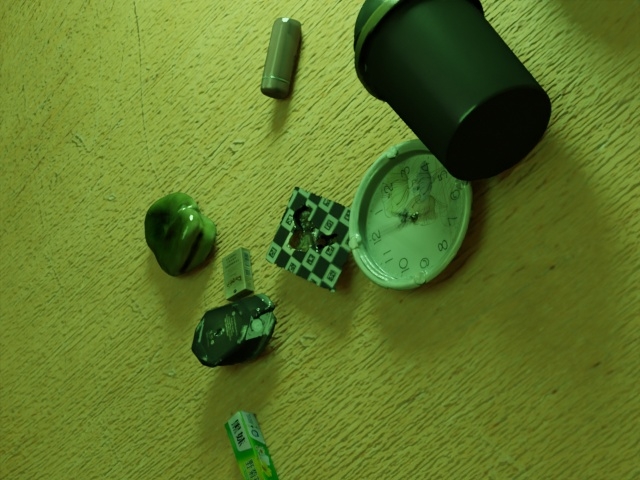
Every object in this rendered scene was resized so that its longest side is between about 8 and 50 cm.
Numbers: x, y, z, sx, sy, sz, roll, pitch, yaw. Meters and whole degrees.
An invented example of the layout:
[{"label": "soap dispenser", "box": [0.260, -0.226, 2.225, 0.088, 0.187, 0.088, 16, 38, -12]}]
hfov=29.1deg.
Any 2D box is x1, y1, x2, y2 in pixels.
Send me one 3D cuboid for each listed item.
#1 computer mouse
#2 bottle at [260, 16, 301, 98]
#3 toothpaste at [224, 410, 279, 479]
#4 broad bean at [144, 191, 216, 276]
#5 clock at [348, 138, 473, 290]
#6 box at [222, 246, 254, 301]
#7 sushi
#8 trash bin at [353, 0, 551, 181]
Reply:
[{"label": "computer mouse", "box": [-0.140, 0.158, 2.086, 0.192, 0.062, 0.105, -27, 57, 31]}, {"label": "bottle", "box": [-0.070, -0.323, 2.183, 0.053, 0.053, 0.140, 3, 78, 47]}, {"label": "toothpaste", "box": [-0.106, 0.361, 1.998, 0.043, 0.037, 0.178, -47, 48, 27]}, {"label": "broad bean", "box": [-0.264, -0.011, 2.280, 0.207, 0.072, 0.153, 17, 86, 59]}, {"label": "clock", "box": [0.144, -0.036, 1.859, 0.236, 0.053, 0.236, -15, 69, 42]}, {"label": "box", "box": [-0.144, 0.060, 2.151, 0.053, 0.024, 0.083, -29, 58, 37]}, {"label": "sushi", "box": [0.000, 0.000, 2.015, 0.201, 0.031, 0.139, 25, 92, 50]}, {"label": "trash bin", "box": [0.170, -0.255, 1.795, 0.214, 0.214, 0.333, -48, 52, 24]}]
